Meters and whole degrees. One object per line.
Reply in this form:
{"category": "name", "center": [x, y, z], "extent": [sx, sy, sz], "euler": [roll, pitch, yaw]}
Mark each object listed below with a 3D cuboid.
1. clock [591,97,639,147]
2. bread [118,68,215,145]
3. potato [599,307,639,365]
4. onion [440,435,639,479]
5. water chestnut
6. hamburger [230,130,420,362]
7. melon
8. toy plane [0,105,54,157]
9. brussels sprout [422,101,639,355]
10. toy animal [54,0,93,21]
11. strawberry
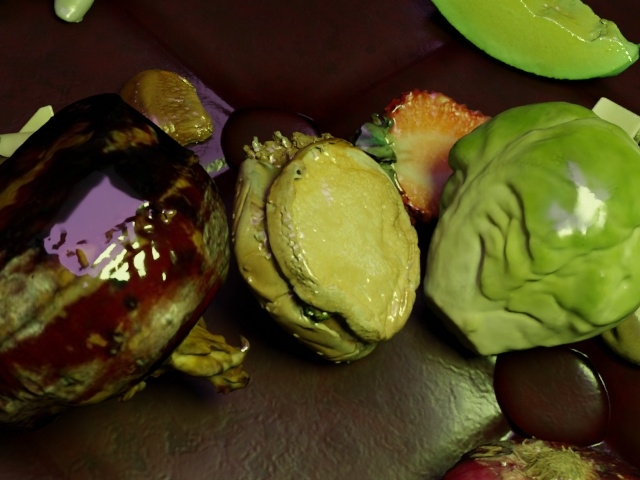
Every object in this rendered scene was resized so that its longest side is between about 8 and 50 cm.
{"category": "clock", "center": [0.497, -0.031, 1.226], "extent": [0.379, 0.120, 0.276], "euler": [31, 59, 12]}
{"category": "bread", "center": [-0.216, -0.183, 1.224], "extent": [0.126, 0.044, 0.129], "euler": [-11, 53, -22]}
{"category": "potato", "center": [0.428, 0.062, 1.096], "extent": [0.164, 0.081, 0.200], "euler": [38, 94, 13]}
{"category": "onion", "center": [0.225, 0.295, 0.862], "extent": [0.246, 0.190, 0.246], "euler": [4, 24, -2]}
{"category": "water chestnut", "center": [-0.211, 0.050, 0.893], "extent": [0.347, 0.335, 0.335], "euler": [50, 50, -18]}
{"category": "hamburger", "center": [0.000, 0.000, 1.016], "extent": [0.243, 0.146, 0.286], "euler": [-24, 90, -58]}
{"category": "melon", "center": [0.350, -0.351, 1.435], "extent": [0.323, 0.124, 0.196], "euler": [41, 59, 12]}
{"category": "toy plane", "center": [-0.403, -0.083, 1.037], "extent": [0.256, 0.242, 0.104], "euler": [-23, 95, 4]}
{"category": "brussels sprout", "center": [0.260, -0.011, 1.040], "extent": [0.273, 0.242, 0.317], "euler": [14, 76, 36]}
{"category": "toy animal", "center": [-0.420, -0.415, 1.303], "extent": [0.193, 0.127, 0.179], "euler": [5, 54, -11]}
{"category": "strawberry", "center": [0.145, -0.104, 1.213], "extent": [0.286, 0.106, 0.188], "euler": [-2, 75, -30]}
